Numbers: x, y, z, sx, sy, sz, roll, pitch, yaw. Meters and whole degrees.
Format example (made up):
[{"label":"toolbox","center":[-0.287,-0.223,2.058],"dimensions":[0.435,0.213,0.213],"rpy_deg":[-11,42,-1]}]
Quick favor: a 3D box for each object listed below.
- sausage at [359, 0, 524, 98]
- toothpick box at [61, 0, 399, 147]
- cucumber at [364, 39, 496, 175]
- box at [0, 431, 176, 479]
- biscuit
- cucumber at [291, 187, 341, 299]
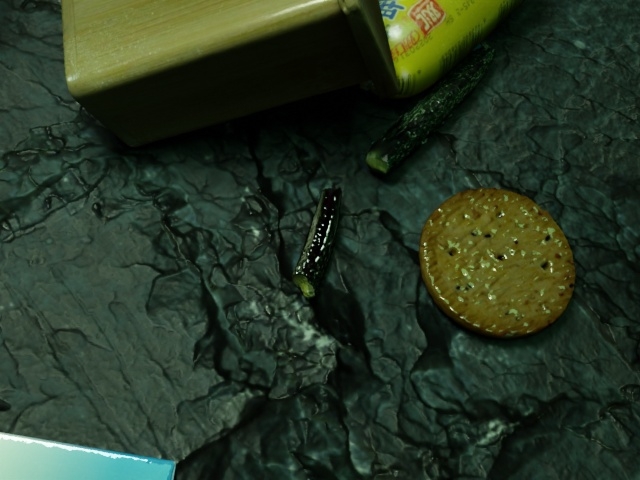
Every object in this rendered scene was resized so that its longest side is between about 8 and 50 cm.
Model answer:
[{"label":"sausage","center":[0.160,-0.294,0.947],"dimensions":[0.123,0.123,0.347],"rpy_deg":[43,68,9]},{"label":"toothpick box","center":[-0.097,-0.227,0.801],"dimensions":[0.308,0.190,0.187],"rpy_deg":[-15,70,12]},{"label":"cucumber","center":[0.145,-0.167,0.935],"dimensions":[0.043,0.044,0.256],"rpy_deg":[15,53,45]},{"label":"box","center":[-0.226,0.218,0.652],"dimensions":[0.194,0.139,0.073],"rpy_deg":[12,65,-5]},{"label":"biscuit","center":[0.204,0.025,0.874],"dimensions":[0.188,0.027,0.187],"rpy_deg":[4,65,-8]},{"label":"cucumber","center":[0.001,0.001,0.845],"dimensions":[0.034,0.033,0.134],"rpy_deg":[40,60,-34]}]
